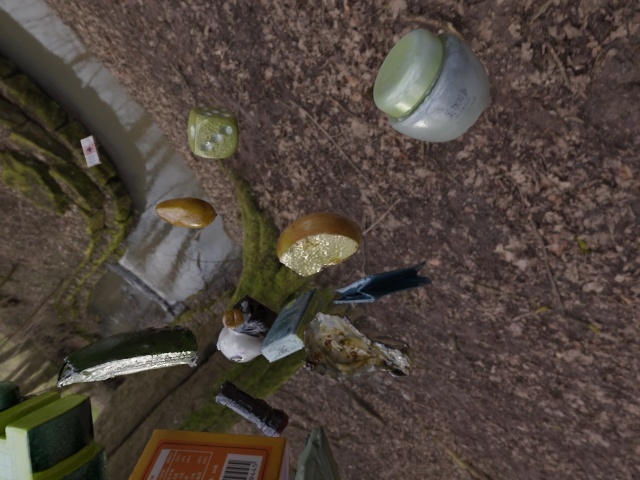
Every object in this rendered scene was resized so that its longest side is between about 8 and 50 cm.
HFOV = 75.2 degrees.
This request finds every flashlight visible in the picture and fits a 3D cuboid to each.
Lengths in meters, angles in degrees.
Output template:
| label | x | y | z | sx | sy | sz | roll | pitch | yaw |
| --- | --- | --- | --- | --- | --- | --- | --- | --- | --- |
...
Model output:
| label | x | y | z | sx | sy | sz | roll | pitch | yaw |
| --- | --- | --- | --- | --- | --- | --- | --- | --- | --- |
| flashlight | -0.207 | 0.502 | 1.248 | 0.232 | 0.093 | 0.093 | 38 | 144 | -8 |

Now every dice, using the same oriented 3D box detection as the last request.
| label | x | y | z | sx | sy | sz | roll | pitch | yaw |
| --- | --- | --- | --- | --- | --- | --- | --- | --- | --- |
| dice | -0.429 | -0.433 | 1.664 | 0.169 | 0.169 | 0.166 | 53 | 139 | 47 |

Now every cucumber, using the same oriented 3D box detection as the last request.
| label | x | y | z | sx | sy | sz | roll | pitch | yaw |
| --- | --- | --- | --- | --- | --- | --- | --- | --- | --- |
| cucumber | -0.492 | 0.283 | 1.074 | 0.145 | 0.325 | 0.105 | 53 | 135 | 41 |

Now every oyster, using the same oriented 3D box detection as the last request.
| label | x | y | z | sx | sy | sz | roll | pitch | yaw |
| --- | --- | --- | --- | --- | --- | --- | --- | --- | --- |
| oyster | 0.115 | 0.321 | 1.248 | 0.336 | 0.133 | 0.198 | 7 | 93 | 11 |

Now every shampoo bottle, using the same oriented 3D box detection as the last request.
| label | x | y | z | sx | sy | sz | roll | pitch | yaw |
| --- | --- | --- | --- | --- | --- | --- | --- | --- | --- |
| shampoo bottle | 0.355 | -0.483 | 1.331 | 0.317 | 0.323 | 0.322 | 21 | 151 | -25 |

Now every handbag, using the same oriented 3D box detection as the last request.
| label | x | y | z | sx | sy | sz | roll | pitch | yaw |
| --- | --- | --- | --- | --- | --- | --- | --- | --- | --- |
| handbag | 0.144 | 0.106 | 0.974 | 0.144 | 0.221 | 0.057 | -25 | 78 | 47 |

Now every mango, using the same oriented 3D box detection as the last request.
| label | x | y | z | sx | sy | sz | roll | pitch | yaw |
| --- | --- | --- | --- | --- | --- | --- | --- | --- | --- |
| mango | -0.495 | -0.104 | 1.509 | 0.227 | 0.147 | 0.110 | 6 | 97 | 7 |

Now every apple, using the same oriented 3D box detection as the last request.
| label | x | y | z | sx | sy | sz | roll | pitch | yaw |
| --- | --- | --- | --- | --- | --- | --- | --- | --- | --- |
| apple | 0.000 | 0.000 | 1.719 | 0.309 | 0.314 | 0.252 | -31 | 95 | 20 |

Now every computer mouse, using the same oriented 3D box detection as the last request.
| label | x | y | z | sx | sy | sz | roll | pitch | yaw |
| --- | --- | --- | --- | --- | --- | --- | --- | --- | --- |
| computer mouse | -0.002 | 0.681 | 1.001 | 0.145 | 0.429 | 0.228 | 7 | 134 | 0 |

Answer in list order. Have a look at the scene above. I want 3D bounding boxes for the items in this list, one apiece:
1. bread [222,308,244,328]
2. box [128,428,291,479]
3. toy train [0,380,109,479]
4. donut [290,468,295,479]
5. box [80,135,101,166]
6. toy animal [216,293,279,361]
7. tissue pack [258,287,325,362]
| label | x | y | z | sx | sy | sz | roll | pitch | yaw |
| --- | --- | --- | --- | --- | --- | --- | --- | --- | --- |
| bread | -0.347 | 0.313 | 1.660 | 0.083 | 0.081 | 0.046 | 10 | 163 | -12 |
| box | -0.155 | 0.440 | 0.510 | 0.213 | 0.284 | 0.260 | 2 | 117 | 7 |
| toy train | -0.541 | 0.490 | 0.788 | 0.272 | 0.179 | 0.443 | -2 | 95 | 20 |
| donut | -0.242 | 0.975 | 1.547 | 0.382 | 0.383 | 0.142 | 39 | 118 | -6 |
| box | -0.684 | -0.266 | 1.241 | 0.046 | 0.012 | 0.083 | -15 | 91 | 16 |
| toy animal | -0.367 | 0.441 | 2.038 | 0.250 | 0.310 | 0.251 | 29 | 169 | 6 |
| tissue pack | -0.094 | 0.303 | 1.498 | 0.185 | 0.257 | 0.081 | -34 | 104 | 32 |
